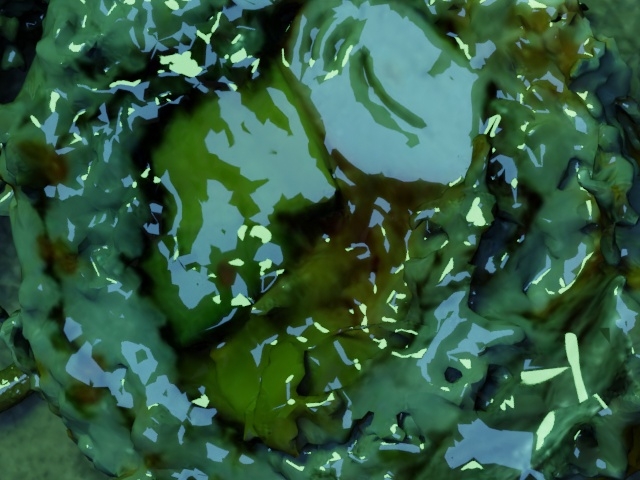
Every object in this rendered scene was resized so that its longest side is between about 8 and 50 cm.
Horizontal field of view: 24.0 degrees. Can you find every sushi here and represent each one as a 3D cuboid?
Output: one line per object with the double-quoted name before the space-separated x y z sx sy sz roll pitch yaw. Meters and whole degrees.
"sushi" -0.004 -0.002 0.832 0.417 0.176 0.417 1 94 13

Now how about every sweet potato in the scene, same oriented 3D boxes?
"sweet potato" -0.229 0.093 0.963 0.153 0.038 0.041 -10 114 12

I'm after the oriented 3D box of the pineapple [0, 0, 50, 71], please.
"pineapple" -0.270 -0.093 0.887 0.202 0.202 0.362 43 92 7
